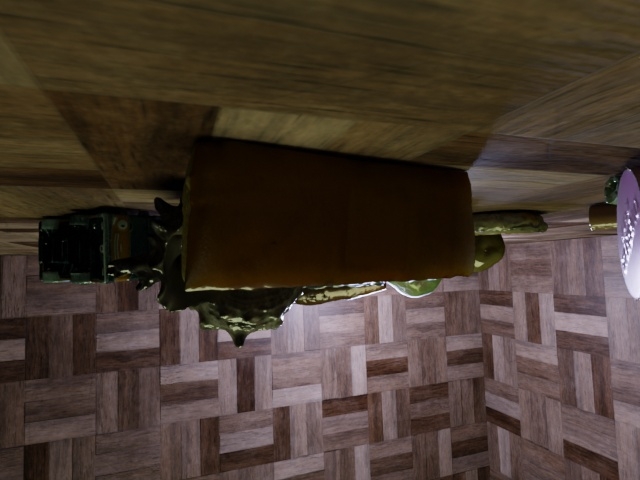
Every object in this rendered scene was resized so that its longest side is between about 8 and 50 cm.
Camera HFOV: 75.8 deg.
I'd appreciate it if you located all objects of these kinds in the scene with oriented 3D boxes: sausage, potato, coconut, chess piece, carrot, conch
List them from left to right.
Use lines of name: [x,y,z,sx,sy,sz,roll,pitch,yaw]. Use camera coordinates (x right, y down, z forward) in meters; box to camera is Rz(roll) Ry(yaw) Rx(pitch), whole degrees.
conch: [-0.148,0.042,0.631,0.186,0.241,0.313,-19,156,26]
carrot: [0.016,0.102,1.092,0.301,0.139,0.138,-8,175,15]
coconut: [0.307,0.056,1.340,0.236,0.236,0.204,-2,148,9]
potato: [0.492,0.027,1.295,0.137,0.155,0.200,14,177,4]
chess piece: [0.469,-0.067,0.586,0.103,0.067,0.067,6,178,9]
sausage: [0.707,-0.059,0.815,0.301,0.066,0.066,-3,177,43]

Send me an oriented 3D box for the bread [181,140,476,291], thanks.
bread: [0.026,-0.021,0.464,0.361,0.138,0.077,1,178,-30]

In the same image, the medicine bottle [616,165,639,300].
medicine bottle: [0.514,-0.016,0.452,0.290,0.178,0.178,-5,175,27]

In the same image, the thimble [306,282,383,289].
thimble: [0.035,0.025,0.937,0.236,0.172,0.205,-4,179,9]

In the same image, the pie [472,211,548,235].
pie: [0.450,-0.036,1.077,0.274,0.055,0.274,-1,176,0]

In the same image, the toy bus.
toy bus: [-0.437,0.018,0.831,0.275,0.139,0.167,-3,178,37]
